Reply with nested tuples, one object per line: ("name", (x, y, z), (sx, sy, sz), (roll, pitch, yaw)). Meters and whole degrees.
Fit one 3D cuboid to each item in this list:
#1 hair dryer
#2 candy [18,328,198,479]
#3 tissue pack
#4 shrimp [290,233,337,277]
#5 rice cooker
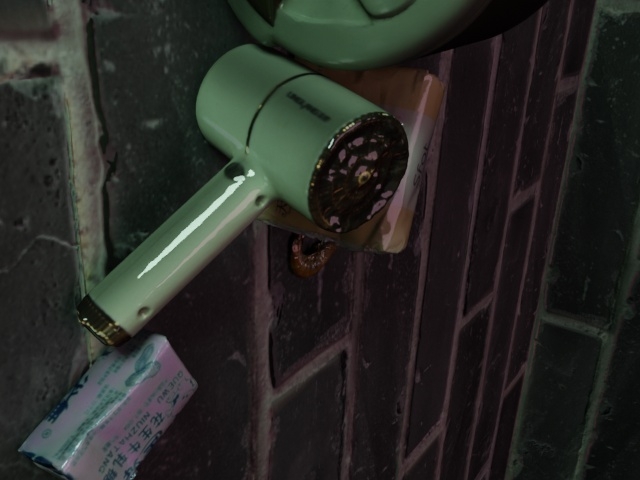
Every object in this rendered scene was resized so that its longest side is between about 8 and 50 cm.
("hair dryer", (-0.105, -0.025, 0.650), (0.362, 0.203, 0.128), (-44, 143, -9))
("candy", (-0.203, 0.173, 0.665), (0.160, 0.073, 0.092), (-52, 139, -29))
("tissue pack", (0.035, -0.104, 0.802), (0.090, 0.186, 0.222), (13, 93, -72))
("shrimp", (0.000, 0.000, 0.951), (0.127, 0.025, 0.091), (-33, 130, -44))
("rice cooker", (0.070, -0.332, 0.632), (0.325, 0.335, 0.335), (-31, 130, -48))
